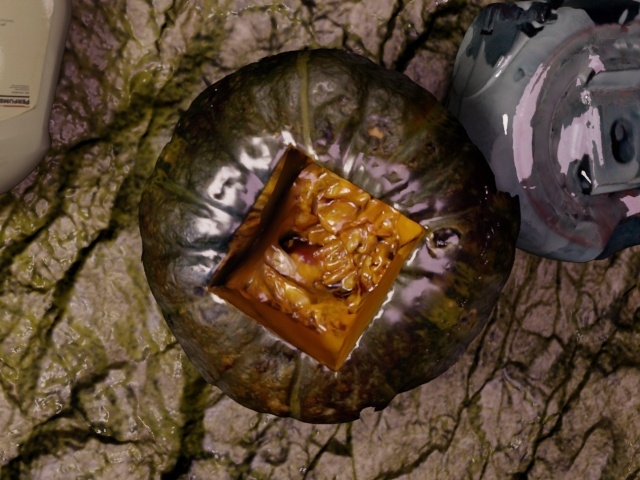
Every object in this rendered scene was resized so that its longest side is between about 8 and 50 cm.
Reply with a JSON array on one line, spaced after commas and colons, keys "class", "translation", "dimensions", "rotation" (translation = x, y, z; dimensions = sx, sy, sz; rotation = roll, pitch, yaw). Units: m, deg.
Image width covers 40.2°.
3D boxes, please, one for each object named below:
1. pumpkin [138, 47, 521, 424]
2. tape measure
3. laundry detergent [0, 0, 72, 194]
[{"class": "pumpkin", "translation": [0.000, 0.000, 0.739], "dimensions": [0.320, 0.192, 0.321], "rotation": [1, 101, 5]}, {"class": "tape measure", "translation": [0.251, -0.115, 0.844], "dimensions": [0.256, 0.147, 0.275], "rotation": [-11, 104, -14]}, {"class": "laundry detergent", "translation": [-0.290, -0.128, 0.684], "dimensions": [0.181, 0.091, 0.254], "rotation": [-1, 99, -36]}]
